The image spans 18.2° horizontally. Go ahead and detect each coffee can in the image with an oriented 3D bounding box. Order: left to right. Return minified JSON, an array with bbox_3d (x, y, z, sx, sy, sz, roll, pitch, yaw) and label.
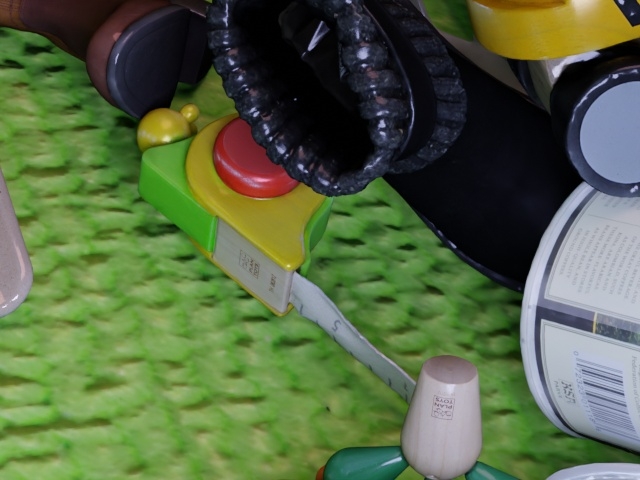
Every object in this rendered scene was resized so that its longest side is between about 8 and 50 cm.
[{"bbox_3d":[0.297,0.065,1.290,0.201,0.201,0.275,-24,27,-37],"label":"coffee can"}]

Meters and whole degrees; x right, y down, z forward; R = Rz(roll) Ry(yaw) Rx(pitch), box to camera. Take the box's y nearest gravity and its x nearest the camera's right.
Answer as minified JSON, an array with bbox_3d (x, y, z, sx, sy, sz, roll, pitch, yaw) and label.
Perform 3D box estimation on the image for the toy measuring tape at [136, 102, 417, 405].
[{"bbox_3d":[0.000,0.000,1.439,0.330,0.121,0.121,39,45,19],"label":"toy measuring tape"}]

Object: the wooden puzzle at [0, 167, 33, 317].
[{"bbox_3d":[-0.399,-0.075,1.364,0.348,0.080,0.322,3,52,-38],"label":"wooden puzzle"}]

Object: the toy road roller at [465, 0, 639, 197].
[{"bbox_3d":[0.257,-0.196,1.320,0.330,0.240,0.202,-18,25,1],"label":"toy road roller"}]

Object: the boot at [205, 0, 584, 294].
[{"bbox_3d":[0.075,-0.069,1.400,0.348,0.131,0.260,39,11,1],"label":"boot"}]

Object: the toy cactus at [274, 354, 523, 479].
[{"bbox_3d":[0.063,0.157,1.210,0.219,0.180,0.112,15,31,20],"label":"toy cactus"}]

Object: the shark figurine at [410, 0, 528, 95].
[{"bbox_3d":[0.148,-0.133,1.637,0.166,0.116,0.278,-4,44,-22],"label":"shark figurine"}]

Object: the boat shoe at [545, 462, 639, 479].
[{"bbox_3d":[0.276,0.225,1.263,0.303,0.091,0.114,23,85,11],"label":"boat shoe"}]

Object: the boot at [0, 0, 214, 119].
[{"bbox_3d":[-0.233,-0.189,1.564,0.280,0.096,0.264,18,22,5],"label":"boot"}]
